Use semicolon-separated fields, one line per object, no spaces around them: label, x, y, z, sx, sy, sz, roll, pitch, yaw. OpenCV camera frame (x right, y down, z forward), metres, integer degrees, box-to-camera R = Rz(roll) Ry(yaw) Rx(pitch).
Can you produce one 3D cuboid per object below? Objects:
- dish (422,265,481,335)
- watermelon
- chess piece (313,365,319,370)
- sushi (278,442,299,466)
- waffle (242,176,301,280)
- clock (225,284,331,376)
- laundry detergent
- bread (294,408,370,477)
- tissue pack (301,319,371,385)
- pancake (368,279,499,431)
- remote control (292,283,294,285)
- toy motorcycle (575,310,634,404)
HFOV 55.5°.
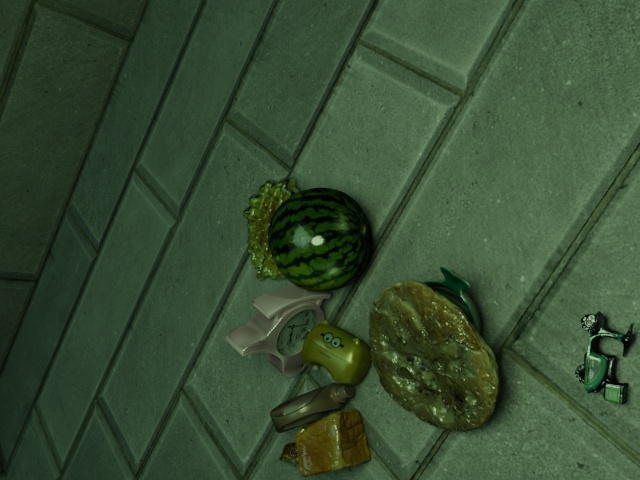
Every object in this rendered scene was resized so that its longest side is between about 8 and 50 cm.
dish;0.305;0.163;1.415;0.224;0.078;0.246;38;134;34
watermelon;0.000;0.000;1.625;0.285;0.285;0.285;-9;76;42
chess piece;-0.003;0.328;1.739;0.035;0.035;0.092;24;102;43
sushi;-0.072;0.611;1.733;0.118;0.061;0.060;-31;36;43
waffle;-0.131;-0.033;1.897;0.297;0.073;0.317;-31;69;41
clock;-0.121;0.265;1.673;0.080;0.290;0.276;35;123;39
laundry detergent;-0.029;0.452;1.645;0.237;0.171;0.076;-31;79;37
bread;0.032;0.531;1.598;0.158;0.149;0.143;-30;65;29
tissue pack;0.047;0.297;1.630;0.178;0.123;0.127;26;92;35
pancake;0.252;0.265;1.399;0.387;0.082;0.387;32;133;41
remote control;-0.072;0.199;1.809;0.230;0.049;0.090;-67;28;13
toy motorcycle;0.564;0.228;1.208;0.100;0.058;0.173;4;87;36
